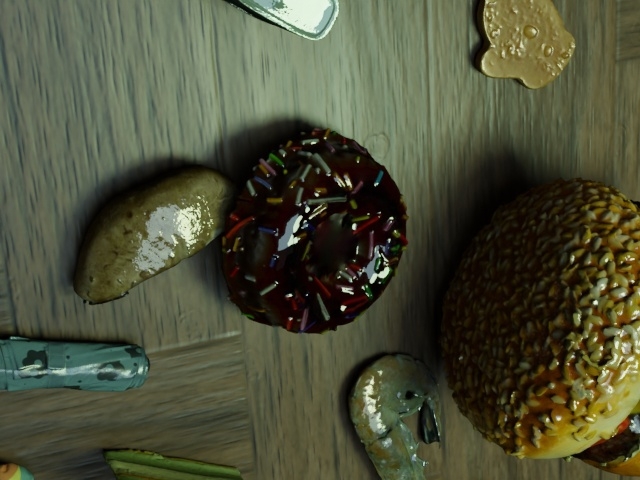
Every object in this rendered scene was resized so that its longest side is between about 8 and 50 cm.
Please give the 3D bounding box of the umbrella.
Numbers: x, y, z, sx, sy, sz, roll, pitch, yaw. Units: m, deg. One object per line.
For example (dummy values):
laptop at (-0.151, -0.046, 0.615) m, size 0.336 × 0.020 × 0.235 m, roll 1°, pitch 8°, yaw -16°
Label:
umbrella at (-0.305, 0.133, 1.264) m, size 0.250 × 0.052 × 0.053 m, roll 3°, pitch 140°, yaw -23°

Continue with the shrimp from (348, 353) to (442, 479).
shrimp at (0.110, 0.237, 1.472) m, size 0.126 × 0.047 × 0.223 m, roll -33°, pitch 115°, yaw -20°

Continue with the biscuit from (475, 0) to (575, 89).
biscuit at (0.226, -0.233, 1.376) m, size 0.118 × 0.023 × 0.140 m, roll -39°, pitch 117°, yaw -6°

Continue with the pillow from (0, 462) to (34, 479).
pillow at (-0.432, 0.302, 1.256) m, size 0.233 × 0.086 × 0.214 m, roll 34°, pitch 82°, yaw -25°

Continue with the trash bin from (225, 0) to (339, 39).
trash bin at (-0.055, -0.252, 1.196) m, size 0.116 × 0.130 × 0.059 m, roll 24°, pitch 97°, yaw -27°

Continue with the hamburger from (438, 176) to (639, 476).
hamburger at (0.300, 0.098, 1.353) m, size 0.250 × 0.330 × 0.330 m, roll 13°, pitch 102°, yaw -24°

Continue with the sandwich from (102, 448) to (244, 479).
sandwich at (-0.167, 0.330, 1.345) m, size 0.187 × 0.117 × 0.144 m, roll 15°, pitch 98°, yaw -26°

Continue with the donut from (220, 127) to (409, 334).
donut at (0.000, 0.000, 1.298) m, size 0.235 × 0.089 × 0.235 m, roll -19°, pitch 122°, yaw -32°

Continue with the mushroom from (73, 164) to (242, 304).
mushroom at (-0.175, -0.015, 1.257) m, size 0.209 × 0.072 × 0.094 m, roll -28°, pitch 109°, yaw -11°
